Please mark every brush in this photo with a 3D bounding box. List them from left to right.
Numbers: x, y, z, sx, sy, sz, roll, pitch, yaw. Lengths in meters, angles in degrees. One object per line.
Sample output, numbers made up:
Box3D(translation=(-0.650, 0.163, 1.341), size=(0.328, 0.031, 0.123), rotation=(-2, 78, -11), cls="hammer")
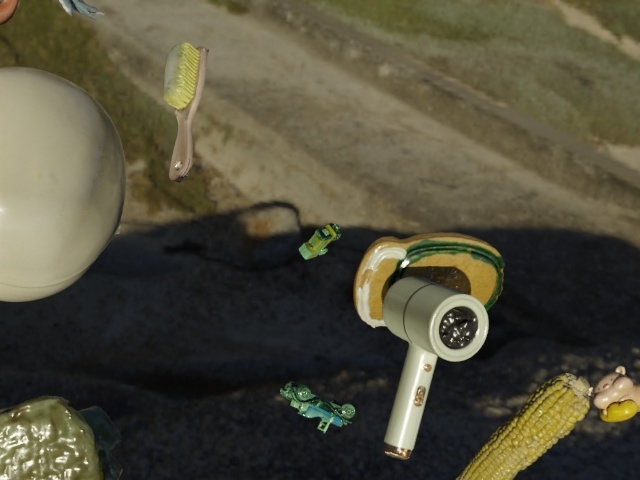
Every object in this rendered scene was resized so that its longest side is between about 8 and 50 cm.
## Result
Box3D(translation=(-0.240, -0.223, 1.748), size=(0.067, 0.072, 0.313), rotation=(28, 44, -31), cls="brush")

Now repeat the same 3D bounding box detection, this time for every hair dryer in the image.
Box3D(translation=(0.184, 0.258, 1.963), size=(0.128, 0.362, 0.203), rotation=(13, 3, -25), cls="hair dryer")

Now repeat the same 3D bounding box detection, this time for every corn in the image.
Box3D(translation=(0.330, 0.327, 1.694), size=(0.086, 0.288, 0.086), rotation=(35, 21, -15), cls="corn")

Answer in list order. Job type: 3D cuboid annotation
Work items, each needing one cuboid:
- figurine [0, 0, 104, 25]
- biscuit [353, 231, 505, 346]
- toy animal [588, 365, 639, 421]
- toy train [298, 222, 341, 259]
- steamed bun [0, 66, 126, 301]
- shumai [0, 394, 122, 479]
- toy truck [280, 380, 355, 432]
Box3D(translation=(-0.546, -0.481, 1.875), size=(0.388, 0.248, 0.277), rotation=(-15, 60, -13), cls="figurine")
Box3D(translation=(0.230, 0.116, 2.222), size=(0.343, 0.287, 0.057), rotation=(1, 26, -20), cls="biscuit")
Box3D(translation=(0.506, 0.254, 1.738), size=(0.114, 0.082, 0.091), rotation=(-25, -6, 17), cls="toy animal")
Box3D(translation=(0.000, 0.000, 2.707), size=(0.081, 0.122, 0.050), rotation=(-16, 65, -46), cls="toy train")
Box3D(translation=(-0.469, -0.090, 1.623), size=(0.334, 0.334, 0.374), rotation=(8, 55, -6), cls="steamed bun")
Box3D(translation=(-0.534, 0.421, 1.909), size=(0.330, 0.292, 0.288), rotation=(-28, 13, -3), cls="shumai")
Box3D(translation=(-0.012, 0.355, 2.184), size=(0.154, 0.078, 0.080), rotation=(26, -12, -22), cls="toy truck")
